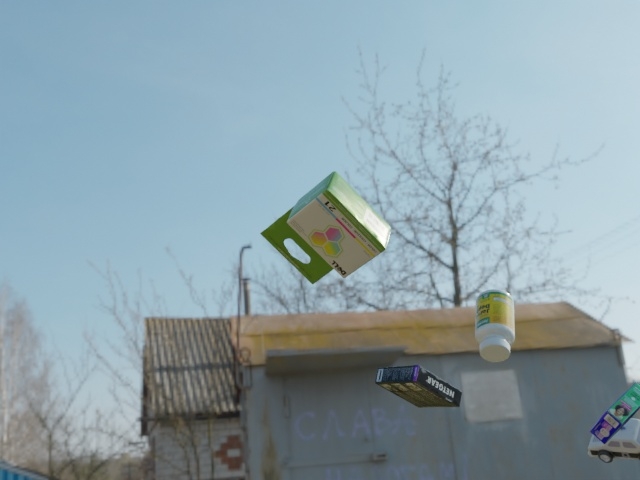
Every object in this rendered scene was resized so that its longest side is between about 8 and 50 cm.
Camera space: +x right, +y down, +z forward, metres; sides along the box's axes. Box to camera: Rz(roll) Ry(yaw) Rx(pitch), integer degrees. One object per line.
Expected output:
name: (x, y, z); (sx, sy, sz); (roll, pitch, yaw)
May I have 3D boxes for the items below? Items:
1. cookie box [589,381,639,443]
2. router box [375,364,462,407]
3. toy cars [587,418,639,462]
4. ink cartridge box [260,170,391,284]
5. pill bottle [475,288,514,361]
cookie box: (0.600, 0.345, 1.465); (0.107, 0.040, 0.092); (-31, -30, -29)
router box: (0.243, 0.363, 1.806); (0.133, 0.046, 0.179); (-13, -38, 45)
toy cars: (0.739, 0.484, 1.607); (0.176, 0.087, 0.394); (-31, 22, -4)
ink cartridge box: (0.000, 0.000, 1.626); (0.189, 0.097, 0.255); (44, -59, -14)
pill bottle: (0.525, 0.258, 2.205); (0.117, 0.208, 0.118); (7, -44, 7)
